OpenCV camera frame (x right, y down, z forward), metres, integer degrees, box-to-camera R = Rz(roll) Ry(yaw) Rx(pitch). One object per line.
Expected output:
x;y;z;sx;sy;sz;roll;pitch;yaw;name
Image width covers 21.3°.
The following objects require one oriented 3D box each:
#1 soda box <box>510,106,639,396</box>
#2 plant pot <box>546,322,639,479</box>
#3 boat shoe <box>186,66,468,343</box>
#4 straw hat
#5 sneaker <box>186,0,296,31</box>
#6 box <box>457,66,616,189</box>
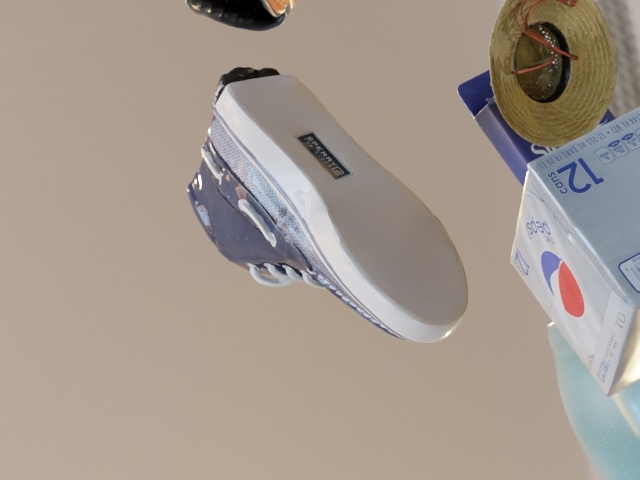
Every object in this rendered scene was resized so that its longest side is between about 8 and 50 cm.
0.237;-0.040;0.825;0.286;0.098;0.091;-27;-117;-14;soda box
0.361;0.164;1.568;0.293;0.293;0.196;2;-98;-37;plant pot
0.000;0.000;1.594;0.127;0.158;0.340;-13;-127;-36;boat shoe
0.181;-0.152;1.451;0.144;0.061;0.144;-3;-84;-31;straw hat
-0.082;-0.336;1.656;0.321;0.125;0.180;60;-141;-43;sneaker
0.253;-0.098;1.765;0.136;0.036;0.225;-29;-101;-32;box
